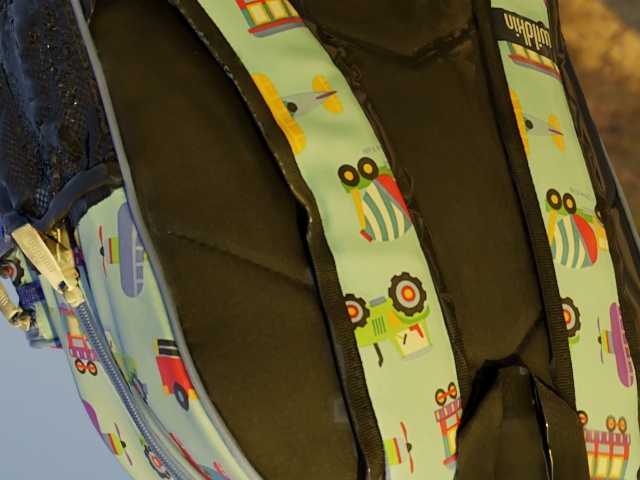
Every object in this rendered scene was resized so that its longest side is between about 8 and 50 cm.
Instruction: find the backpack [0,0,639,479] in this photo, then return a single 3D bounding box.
[{"bbox_3d":[0.000,0.000,0.421,0.158,0.117,0.173,-7,-109,-39],"label":"backpack"}]
